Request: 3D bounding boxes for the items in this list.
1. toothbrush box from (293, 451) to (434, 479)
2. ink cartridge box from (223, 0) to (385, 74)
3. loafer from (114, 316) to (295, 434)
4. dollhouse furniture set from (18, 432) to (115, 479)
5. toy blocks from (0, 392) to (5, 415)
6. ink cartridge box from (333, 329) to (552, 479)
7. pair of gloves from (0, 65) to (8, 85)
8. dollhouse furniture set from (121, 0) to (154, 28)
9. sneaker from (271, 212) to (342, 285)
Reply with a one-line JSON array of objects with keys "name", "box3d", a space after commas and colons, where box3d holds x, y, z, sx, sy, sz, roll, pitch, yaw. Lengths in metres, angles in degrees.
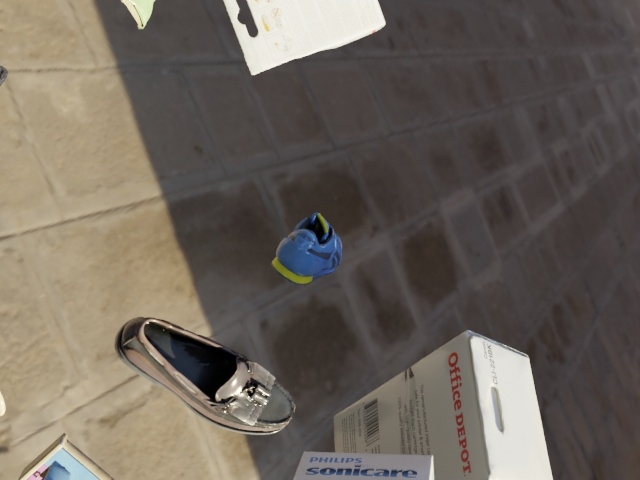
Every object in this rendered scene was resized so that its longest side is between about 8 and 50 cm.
[{"name": "toothbrush box", "box3d": [0.023, 0.321, 0.699, 0.283, 0.122, 0.206, -64, 151, -69]}, {"name": "ink cartridge box", "box3d": [-0.026, -0.303, 1.167, 0.045, 0.179, 0.146, -69, 138, -80]}, {"name": "loafer", "box3d": [-0.164, 0.205, 1.405, 0.302, 0.095, 0.109, 30, 62, -15]}, {"name": "dollhouse furniture set", "box3d": [-0.582, 0.613, 1.965, 0.198, 0.286, 0.303, 45, 14, -13]}, {"name": "toy blocks", "box3d": [-0.410, 0.157, 0.940, 0.148, 0.054, 0.123, -29, 104, -38]}, {"name": "ink cartridge box", "box3d": [0.143, 0.266, 1.161, 0.114, 0.273, 0.197, 21, 47, -29]}, {"name": "pair of gloves", "box3d": [-0.545, -0.141, 1.334, 0.042, 0.204, 0.240, 38, 34, -21]}, {"name": "dollhouse furniture set", "box3d": [-0.191, -0.303, 1.023, 0.152, 0.058, 0.076, 63, 33, -65]}, {"name": "sneaker", "box3d": [0.000, 0.000, 1.284, 0.069, 0.082, 0.209, 34, 16, 8]}]
